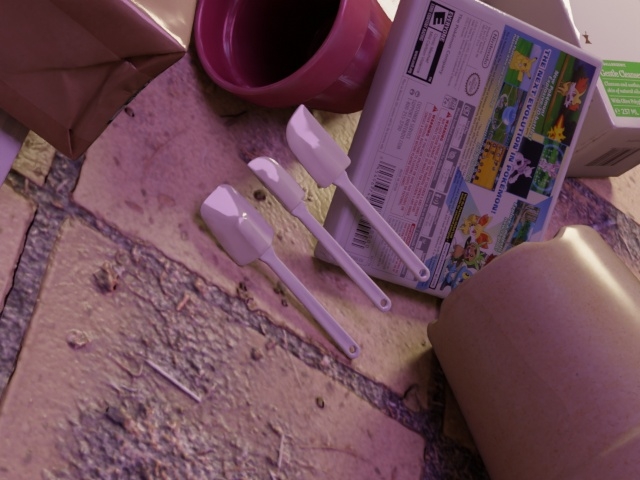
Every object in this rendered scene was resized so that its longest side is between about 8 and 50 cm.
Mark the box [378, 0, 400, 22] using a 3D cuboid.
[{"bbox_3d":[0.067,-0.243,1.914,0.101,0.087,0.102,53,40,-4],"label":"box"}]

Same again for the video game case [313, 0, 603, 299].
[{"bbox_3d":[0.163,-0.098,1.805,0.300,0.036,0.329,18,91,-37],"label":"video game case"}]

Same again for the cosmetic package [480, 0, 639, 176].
[{"bbox_3d":[0.333,-0.276,2.153,0.197,0.155,0.365,-4,69,-44],"label":"cosmetic package"}]

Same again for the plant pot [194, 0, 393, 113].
[{"bbox_3d":[-0.009,-0.227,1.762,0.180,0.201,0.201,25,46,-53],"label":"plant pot"}]

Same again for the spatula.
[{"bbox_3d":[0.000,0.000,1.684,0.168,0.019,0.242,-48,111,-20],"label":"spatula"}]

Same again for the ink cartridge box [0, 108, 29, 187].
[{"bbox_3d":[-0.387,-0.110,1.393,0.239,0.060,0.275,39,42,-21],"label":"ink cartridge box"}]

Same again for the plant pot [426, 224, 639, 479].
[{"bbox_3d":[0.281,0.166,1.712,0.334,0.334,0.305,-6,57,-47],"label":"plant pot"}]

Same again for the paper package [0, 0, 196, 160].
[{"bbox_3d":[-0.270,-0.287,1.489,0.309,0.168,0.324,37,27,-22],"label":"paper package"}]
